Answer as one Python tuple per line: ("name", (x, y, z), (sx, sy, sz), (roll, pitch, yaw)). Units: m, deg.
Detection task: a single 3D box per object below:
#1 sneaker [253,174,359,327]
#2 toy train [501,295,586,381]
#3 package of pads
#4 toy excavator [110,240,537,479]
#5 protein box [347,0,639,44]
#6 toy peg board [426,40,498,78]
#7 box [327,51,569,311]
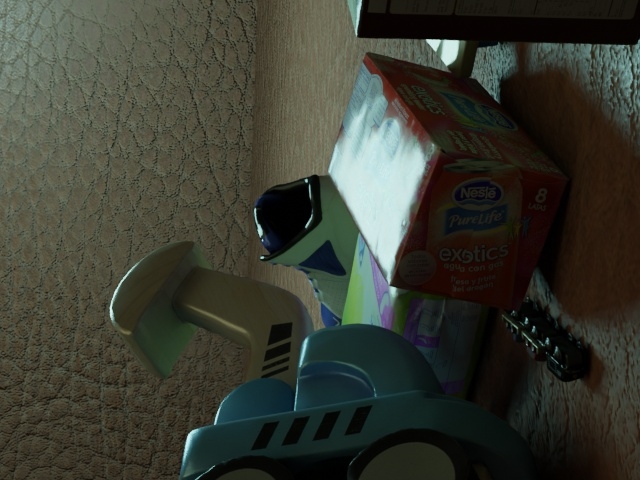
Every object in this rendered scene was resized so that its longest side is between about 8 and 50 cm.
("sneaker", (0.000, -0.001, 1.701), (0.315, 0.182, 0.127), (105, 164, -56))
("toy train", (0.181, 0.080, 1.083), (0.158, 0.027, 0.036), (-125, 25, -73))
("package of pads", (0.092, 0.085, 1.389), (0.229, 0.101, 0.296), (-98, 12, -47))
("toy excavator", (-0.015, 0.163, 1.225), (0.445, 0.433, 0.222), (-81, -28, -44))
("protein box", (0.118, -0.249, 0.932), (0.200, 0.201, 0.136), (-100, 14, -47))
("toy peg board", (0.141, -0.265, 1.244), (0.161, 0.079, 0.161), (-121, 28, -42))
("box", (0.102, -0.058, 1.166), (0.257, 0.122, 0.128), (-116, 40, -62))
